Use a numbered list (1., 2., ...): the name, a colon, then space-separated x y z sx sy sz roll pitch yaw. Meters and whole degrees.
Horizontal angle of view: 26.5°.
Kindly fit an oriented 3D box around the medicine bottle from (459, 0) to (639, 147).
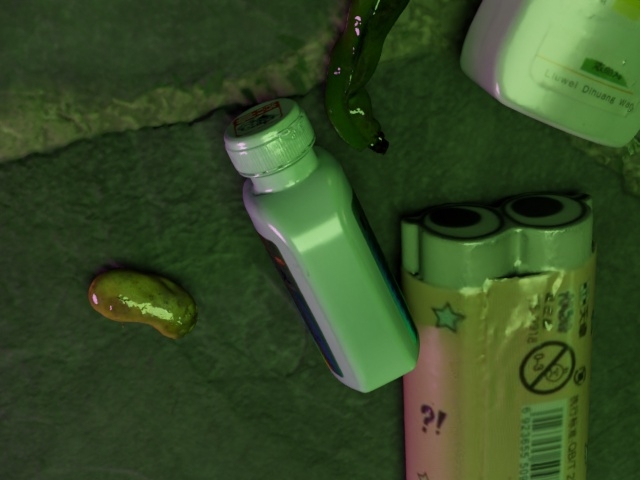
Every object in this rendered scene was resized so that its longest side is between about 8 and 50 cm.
1. medicine bottle: 0.235 -0.226 1.024 0.161 0.111 0.296 18 107 -30

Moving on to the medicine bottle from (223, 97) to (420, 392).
1. medicine bottle: 0.000 0.000 1.064 0.083 0.121 0.229 -25 116 0

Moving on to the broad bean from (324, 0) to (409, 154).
1. broad bean: 0.039 -0.155 1.046 0.061 0.046 0.195 -4 120 -24

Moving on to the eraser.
1. eraser: 0.159 0.110 1.172 0.171 0.087 0.290 -9 116 -12

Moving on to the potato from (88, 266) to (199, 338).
1. potato: -0.141 0.048 1.098 0.092 0.046 0.045 17 123 -7
